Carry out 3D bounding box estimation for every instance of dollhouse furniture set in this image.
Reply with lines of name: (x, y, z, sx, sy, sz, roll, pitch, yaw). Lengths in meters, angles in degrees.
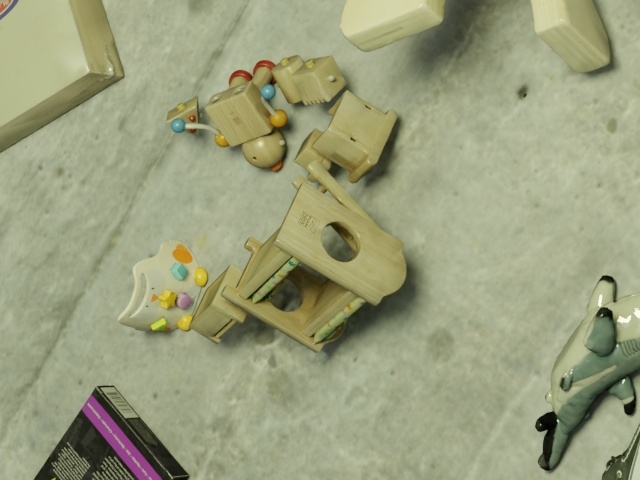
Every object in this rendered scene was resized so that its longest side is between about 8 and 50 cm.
dollhouse furniture set: (0.000, 0.000, 1.306, 0.182, 0.101, 0.161, -43, 19, 55)

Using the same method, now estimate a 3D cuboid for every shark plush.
shark plush: (0.200, 0.102, 1.167, 0.067, 0.073, 0.161, 28, 101, -1)

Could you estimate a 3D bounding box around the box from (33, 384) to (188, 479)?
box: (-0.196, 0.225, 1.434, 0.116, 0.029, 0.162, 46, 111, 26)

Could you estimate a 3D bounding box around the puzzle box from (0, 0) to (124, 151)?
puzzle box: (-0.380, -0.190, 1.551, 0.408, 0.052, 0.272, -25, 75, 30)

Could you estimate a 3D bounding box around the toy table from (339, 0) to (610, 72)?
toy table: (0.122, -0.237, 1.128, 0.274, 0.252, 0.161, -26, 52, 42)

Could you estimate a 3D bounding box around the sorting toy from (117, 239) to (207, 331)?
sorting toy: (-0.139, 0.045, 1.373, 0.045, 0.075, 0.083, 25, 102, 31)

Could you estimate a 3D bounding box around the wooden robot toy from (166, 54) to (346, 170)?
wooden robot toy: (-0.044, -0.098, 1.337, 0.173, 0.076, 0.079, -16, 115, 32)

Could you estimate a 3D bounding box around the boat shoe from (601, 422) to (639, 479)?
boat shoe: (0.216, 0.174, 1.155, 0.040, 0.049, 0.142, 22, 102, 32)
